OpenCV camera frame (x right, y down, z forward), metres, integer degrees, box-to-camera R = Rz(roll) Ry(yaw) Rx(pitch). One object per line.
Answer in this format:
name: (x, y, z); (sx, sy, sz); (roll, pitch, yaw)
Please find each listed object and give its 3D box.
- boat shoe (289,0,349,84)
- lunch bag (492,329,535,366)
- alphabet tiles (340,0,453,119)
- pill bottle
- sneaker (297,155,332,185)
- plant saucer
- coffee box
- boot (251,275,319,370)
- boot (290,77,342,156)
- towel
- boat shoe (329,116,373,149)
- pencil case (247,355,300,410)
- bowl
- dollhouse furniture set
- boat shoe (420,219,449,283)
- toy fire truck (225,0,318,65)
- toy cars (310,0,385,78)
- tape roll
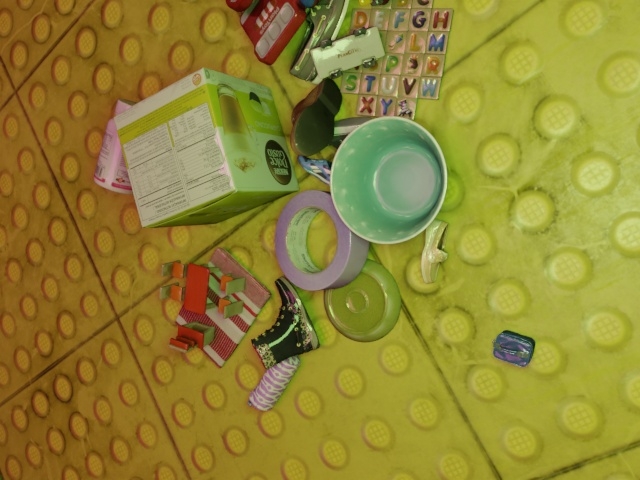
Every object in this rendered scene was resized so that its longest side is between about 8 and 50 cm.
boat shoe: (-0.001, -0.586, 1.619); (0.109, 0.091, 0.305); (-130, 56, -63)
lunch bag: (0.470, 0.263, 1.457); (0.098, 0.065, 0.067); (15, 100, 26)
alphabet tiles: (0.196, -0.498, 1.577); (0.284, 0.011, 0.343); (12, 97, 28)
pill bottle: (-0.635, -0.309, 1.961); (0.160, 0.160, 0.283); (27, 106, 24)
sneaker: (-0.001, -0.209, 1.688); (0.144, 0.053, 0.059); (34, 109, 13)
plant saucer: (0.107, 0.170, 1.663); (0.240, 0.037, 0.241); (3, 95, 29)
coffee box: (-0.315, -0.241, 1.692); (0.337, 0.337, 0.335); (-18, 86, 27)
boot: (-0.126, 0.239, 1.718); (0.178, 0.085, 0.237); (-25, 83, -14)
boot: (-0.032, -0.312, 1.591); (0.115, 0.305, 0.112); (-21, 122, 35)
towel: (-0.315, 0.215, 1.897); (0.237, 0.037, 0.329); (42, 113, 18)
boat shoe: (0.044, -0.284, 1.648); (0.228, 0.080, 0.076); (-9, 118, 18)
pencil case: (-0.139, 0.418, 1.791); (0.206, 0.086, 0.088); (-57, 45, 18)
bowl: (0.195, -0.150, 1.522); (0.311, 0.163, 0.312); (2, 94, 28)
dollhouse furniture set: (-0.387, 0.201, 1.835); (0.261, 0.135, 0.260); (13, 102, 25)
boat shoe: (0.300, 0.030, 1.534); (0.059, 0.063, 0.170); (7, 96, 34)
toy fire truck: (-0.102, -0.654, 1.605); (0.302, 0.169, 0.254); (-46, 54, 24)
toy cars: (0.121, -0.587, 1.554); (0.176, 0.087, 0.394); (27, 108, -16)
tape roll: (0.000, 0.000, 1.650); (0.274, 0.090, 0.275); (-1, 88, 39)
